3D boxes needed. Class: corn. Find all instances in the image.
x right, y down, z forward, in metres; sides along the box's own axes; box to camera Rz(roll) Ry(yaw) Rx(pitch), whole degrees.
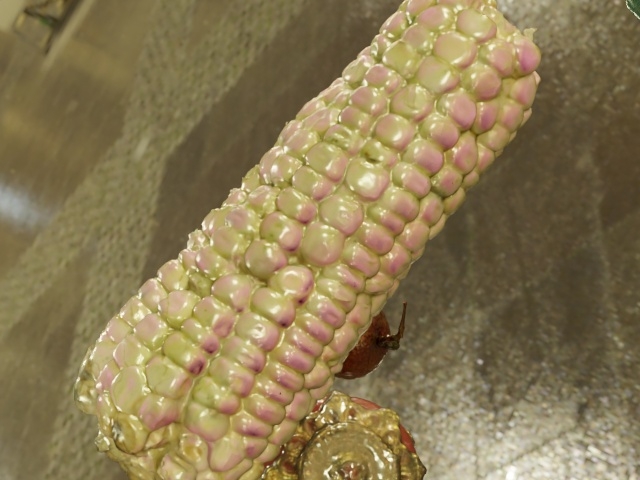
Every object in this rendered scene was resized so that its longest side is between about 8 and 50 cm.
[{"bbox_3d":[-0.002,-0.002,0.641,0.335,0.126,0.126,-51,26,-2],"label":"corn"}]

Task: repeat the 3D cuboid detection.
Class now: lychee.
[{"bbox_3d":[0.039,0.113,1.331,0.101,0.114,0.140,-41,41,-15],"label":"lychee"}]

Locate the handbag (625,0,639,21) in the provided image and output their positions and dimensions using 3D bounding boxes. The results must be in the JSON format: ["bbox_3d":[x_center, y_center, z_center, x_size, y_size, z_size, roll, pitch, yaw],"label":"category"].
[{"bbox_3d":[0.448,-0.268,1.004,0.326,0.089,0.238,-46,33,18],"label":"handbag"}]

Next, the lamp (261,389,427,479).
[{"bbox_3d":[0.013,0.247,1.200,0.274,0.177,0.177,114,176,-77],"label":"lamp"}]
